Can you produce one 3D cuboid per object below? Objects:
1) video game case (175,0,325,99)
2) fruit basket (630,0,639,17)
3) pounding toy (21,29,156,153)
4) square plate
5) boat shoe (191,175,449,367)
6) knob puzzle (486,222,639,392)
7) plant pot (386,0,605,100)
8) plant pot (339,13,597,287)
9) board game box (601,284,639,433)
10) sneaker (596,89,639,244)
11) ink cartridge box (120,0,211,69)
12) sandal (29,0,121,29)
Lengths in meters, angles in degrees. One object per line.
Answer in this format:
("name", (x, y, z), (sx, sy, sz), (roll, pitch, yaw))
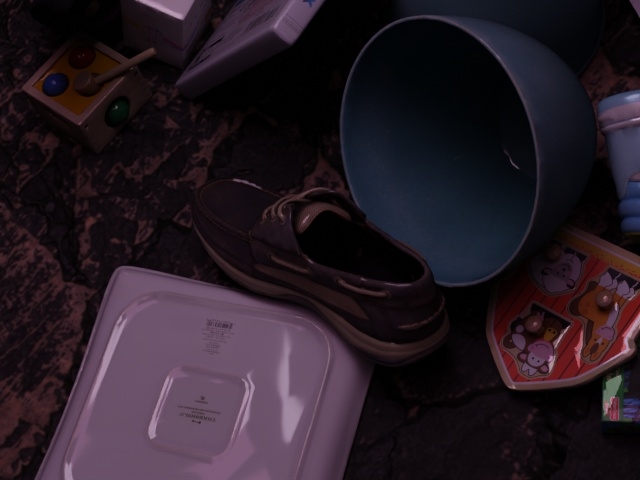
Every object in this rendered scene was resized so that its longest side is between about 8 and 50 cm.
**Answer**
("video game case", (-0.031, -0.319, 1.596), (0.036, 0.329, 0.300), (39, 71, -16))
("fruit basket", (0.534, -0.327, 1.523), (0.353, 0.165, 0.327), (-27, 42, 10))
("pounding toy", (-0.284, -0.198, 1.677), (0.141, 0.100, 0.130), (32, 73, 27))
("square plate", (-0.133, 0.195, 1.452), (0.347, 0.049, 0.344), (9, 64, 17))
("boat shoe", (0.000, 0.000, 1.459), (0.355, 0.130, 0.132), (28, 47, 29))
("knob puzzle", (0.256, 0.078, 1.412), (0.213, 0.030, 0.213), (-15, 55, 23))
("plant pot", (0.204, -0.335, 1.537), (0.271, 0.255, 0.272), (-3, 63, 6))
("plant pot", (0.189, -0.112, 1.448), (0.195, 0.290, 0.290), (-16, 51, -39))
("board game box", (0.403, 0.126, 1.373), (0.211, 0.039, 0.160), (1, 61, 13))
("sneaker", (0.458, -0.060, 1.433), (0.319, 0.127, 0.208), (-2, 85, -9))
("ink cartridge box", (-0.197, -0.297, 1.697), (0.090, 0.143, 0.092), (24, 68, 5))
("sandal", (-0.287, -0.322, 1.644), (0.107, 0.446, 0.167), (26, 101, -15))
